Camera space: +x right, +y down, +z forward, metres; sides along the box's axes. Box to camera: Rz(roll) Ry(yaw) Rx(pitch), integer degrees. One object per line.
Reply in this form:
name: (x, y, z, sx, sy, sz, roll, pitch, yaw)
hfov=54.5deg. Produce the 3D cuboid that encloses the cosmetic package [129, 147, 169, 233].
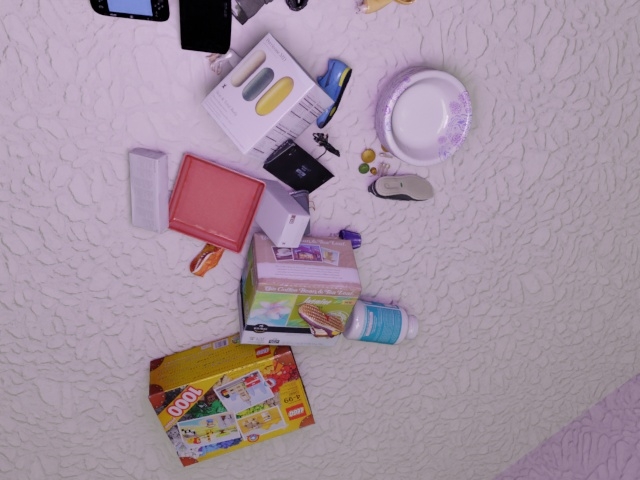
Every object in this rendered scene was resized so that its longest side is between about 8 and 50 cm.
cosmetic package: (-0.507, -0.148, 1.847, 0.098, 0.060, 0.239, 16, 120, 16)

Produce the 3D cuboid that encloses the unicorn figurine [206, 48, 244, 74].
unicorn figurine: (-0.231, -0.487, 1.740, 0.162, 0.060, 0.111, 38, 94, -23)

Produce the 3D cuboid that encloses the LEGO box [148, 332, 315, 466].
LEGO box: (-0.314, 0.549, 2.232, 0.500, 0.193, 0.373, -18, 121, -4)

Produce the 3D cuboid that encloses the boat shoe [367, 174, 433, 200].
boat shoe: (0.267, -0.169, 2.047, 0.233, 0.079, 0.084, 2, 76, -26)

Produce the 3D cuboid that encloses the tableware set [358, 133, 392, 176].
tableware set: (0.181, -0.278, 1.986, 0.104, 0.024, 0.154, 8, 118, -14)

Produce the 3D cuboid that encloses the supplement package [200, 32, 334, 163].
supplement package: (-0.141, -0.379, 1.702, 0.262, 0.198, 0.199, -42, 78, 11)

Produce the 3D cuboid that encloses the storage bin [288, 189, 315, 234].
storage bin: (-0.062, -0.081, 1.970, 0.098, 0.091, 0.135, -11, 146, -8)

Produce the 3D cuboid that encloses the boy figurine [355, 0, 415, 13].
boy figurine: (0.147, -0.702, 1.697, 0.285, 0.092, 0.177, 12, 109, -17)

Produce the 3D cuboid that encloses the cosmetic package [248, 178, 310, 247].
cosmetic package: (-0.132, -0.085, 1.888, 0.085, 0.231, 0.117, 3, 121, -38)

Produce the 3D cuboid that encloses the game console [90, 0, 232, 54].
game console: (-0.411, -0.596, 1.610, 0.361, 0.044, 0.213, 5, 143, -6)

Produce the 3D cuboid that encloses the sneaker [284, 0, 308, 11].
sneaker: (-0.054, -0.712, 1.623, 0.079, 0.121, 0.217, -7, 120, -11)

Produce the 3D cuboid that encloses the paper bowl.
paper bowl: (0.299, -0.376, 1.872, 0.284, 0.148, 0.284, -6, 113, -15)

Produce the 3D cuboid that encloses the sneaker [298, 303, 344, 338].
sneaker: (-0.014, 0.260, 1.912, 0.185, 0.070, 0.084, 31, 123, -35)

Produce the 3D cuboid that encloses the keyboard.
keyboard: (-0.033, -0.235, 1.851, 0.201, 0.033, 0.317, -34, 159, 12)

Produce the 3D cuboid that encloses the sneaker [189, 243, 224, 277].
sneaker: (-0.352, 0.049, 2.027, 0.175, 0.064, 0.067, -41, 140, 17)

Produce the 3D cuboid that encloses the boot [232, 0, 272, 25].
boot: (-0.214, -0.705, 1.622, 0.161, 0.083, 0.246, -38, 128, 3)

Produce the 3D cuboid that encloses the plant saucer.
plant saucer: (-0.325, -0.116, 1.910, 0.259, 0.048, 0.258, 20, 113, -8)

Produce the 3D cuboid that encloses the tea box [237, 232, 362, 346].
tea box: (-0.080, 0.166, 2.011, 0.328, 0.220, 0.324, 4, 135, -16)

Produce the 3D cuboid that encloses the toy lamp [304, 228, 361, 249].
toy lamp: (0.000, 0.000, 2.066, 0.274, 0.080, 0.080, 1, 119, -14)

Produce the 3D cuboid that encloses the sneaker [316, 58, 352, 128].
sneaker: (0.021, -0.435, 1.841, 0.082, 0.069, 0.209, 29, 122, 8)

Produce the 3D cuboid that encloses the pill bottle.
pill bottle: (0.217, 0.299, 2.247, 0.264, 0.146, 0.146, 11, 116, -18)
